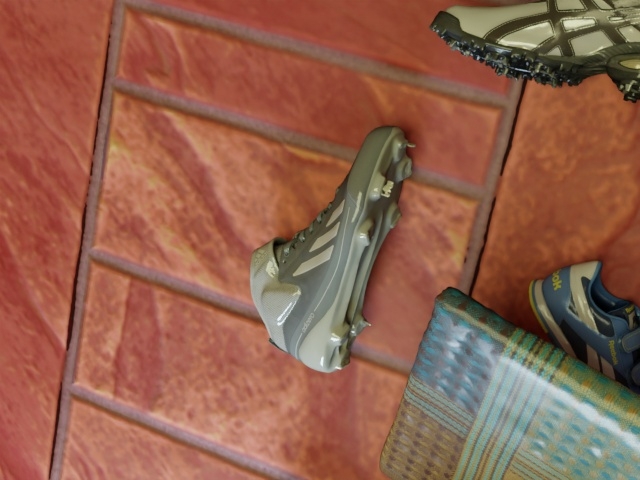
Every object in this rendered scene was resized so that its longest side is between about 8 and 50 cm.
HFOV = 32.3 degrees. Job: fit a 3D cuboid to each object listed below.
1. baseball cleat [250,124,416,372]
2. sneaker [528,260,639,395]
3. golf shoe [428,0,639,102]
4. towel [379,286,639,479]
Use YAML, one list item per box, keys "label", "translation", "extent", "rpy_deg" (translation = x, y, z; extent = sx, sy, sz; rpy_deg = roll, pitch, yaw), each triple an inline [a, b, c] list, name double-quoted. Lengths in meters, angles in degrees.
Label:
- label: "baseball cleat"
  translation: [0.000, 0.000, 0.850]
  extent: [0.109, 0.072, 0.206]
  rpy_deg: [23, 107, 24]
- label: "sneaker"
  translation: [0.209, 0.079, 0.788]
  extent: [0.059, 0.053, 0.144]
  rpy_deg: [-35, 88, 24]
- label: "golf shoe"
  translation: [0.175, -0.149, 0.744]
  extent: [0.198, 0.077, 0.094]
  rpy_deg: [13, 93, 16]
- label: "towel"
  translation: [0.216, 0.195, 0.749]
  extent: [0.370, 0.040, 0.271]
  rpy_deg: [32, 147, 15]
